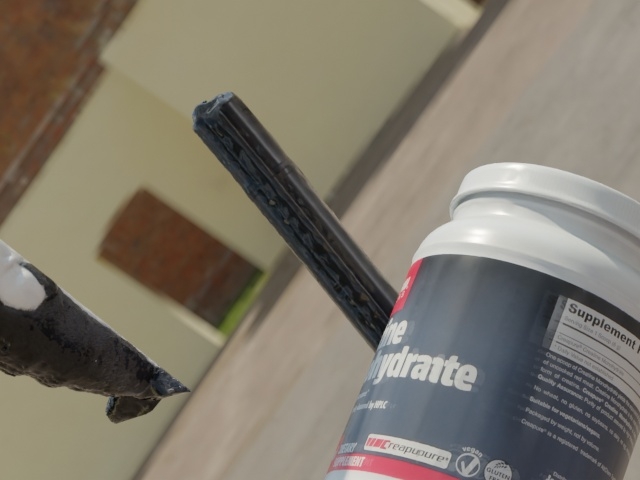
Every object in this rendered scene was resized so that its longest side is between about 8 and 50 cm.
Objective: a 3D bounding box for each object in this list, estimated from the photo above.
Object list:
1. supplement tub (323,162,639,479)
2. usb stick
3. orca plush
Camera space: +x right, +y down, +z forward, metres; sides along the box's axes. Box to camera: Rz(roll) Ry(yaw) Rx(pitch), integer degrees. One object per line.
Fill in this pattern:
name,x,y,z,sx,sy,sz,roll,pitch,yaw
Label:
supplement tub,0.129,0.104,1.225,0.272,0.191,0.191,-67,8,-19
usb stick,0.000,0.000,1.365,0.045,0.278,0.077,-40,-4,2
orca plush,-0.220,0.041,1.050,0.102,0.287,0.151,-52,36,-7
